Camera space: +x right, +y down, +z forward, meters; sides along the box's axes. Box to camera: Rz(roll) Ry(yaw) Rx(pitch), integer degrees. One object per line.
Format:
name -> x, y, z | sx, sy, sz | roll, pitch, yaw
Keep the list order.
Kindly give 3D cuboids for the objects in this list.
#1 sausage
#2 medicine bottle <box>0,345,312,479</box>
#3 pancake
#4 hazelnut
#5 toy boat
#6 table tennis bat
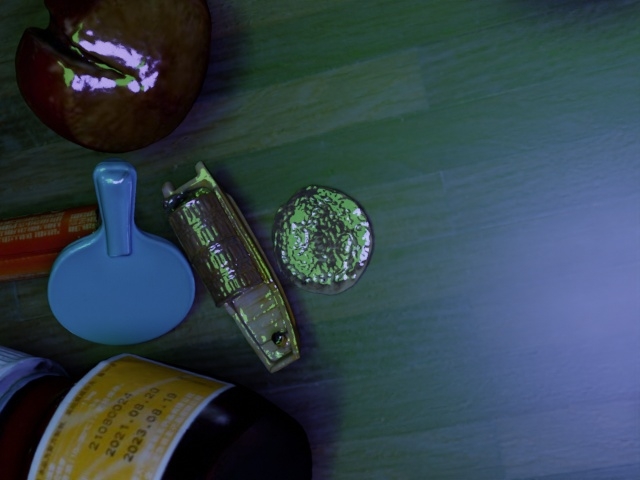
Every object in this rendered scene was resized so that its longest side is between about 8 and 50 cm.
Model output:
sausage -> -0.334, 0.009, 1.049 | 0.263, 0.083, 0.083 | -8, 90, 17
medicine bottle -> -0.227, 0.220, 0.960 | 0.394, 0.242, 0.243 | 11, 95, 29
pancake -> 0.000, 0.000, 0.992 | 0.114, 0.011, 0.115 | 0, 92, 15
hazelnut -> -0.200, -0.188, 0.972 | 0.178, 0.178, 0.204 | 38, 96, 11
toy boat -> -0.090, 0.028, 0.979 | 0.068, 0.088, 0.226 | -31, 83, 13
table tennis bat -> -0.200, 0.019, 0.967 | 0.149, 0.038, 0.237 | -2, 132, -8
